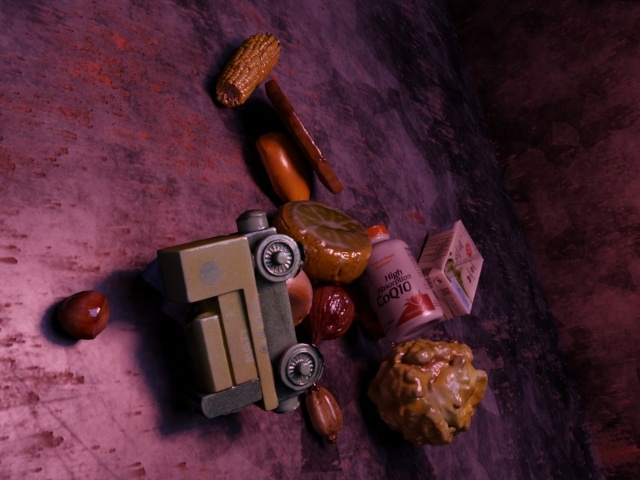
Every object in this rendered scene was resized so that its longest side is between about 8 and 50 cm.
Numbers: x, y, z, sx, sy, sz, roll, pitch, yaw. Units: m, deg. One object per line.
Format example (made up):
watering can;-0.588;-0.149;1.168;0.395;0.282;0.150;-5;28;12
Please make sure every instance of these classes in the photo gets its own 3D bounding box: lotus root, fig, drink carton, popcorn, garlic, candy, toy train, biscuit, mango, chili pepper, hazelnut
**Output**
lotus root;0.009;0.394;1.518;0.072;0.063;0.152;-15;85;-20
fig;-0.005;0.197;1.577;0.146;0.133;0.201;46;44;-14
drink carton;0.439;0.100;2.291;0.194;0.132;0.324;55;35;-18
popcorn;0.285;0.388;1.736;0.335;0.274;0.279;31;48;-43
garlic;-0.115;0.118;1.476;0.245;0.145;0.164;13;91;-50
candy;0.000;0.000;1.628;0.259;0.118;0.260;19;26;-10
toy train;-0.149;0.150;1.245;0.253;0.160;0.397;-15;99;-31
biscuit;0.096;0.095;1.810;0.284;0.043;0.306;-3;61;-34
mango;-0.085;-0.176;1.707;0.141;0.102;0.217;-116;-178;-72
biscuit;-0.045;-0.267;1.762;0.359;0.046;0.359;58;4;-7
chili pepper;0.172;0.231;1.852;0.086;0.084;0.192;-16;76;-15
hazelnut;-0.389;0.122;1.099;0.086;0.086;0.086;35;43;-41

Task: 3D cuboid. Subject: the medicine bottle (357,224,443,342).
medicine bottle;0.184;0.104;1.721;0.157;0.157;0.289;4;54;-55

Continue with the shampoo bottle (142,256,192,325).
shampoo bottle;-0.237;0.129;1.307;0.258;0.061;0.104;45;73;-30

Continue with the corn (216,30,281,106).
corn;-0.189;-0.448;1.743;0.115;0.115;0.318;52;37;-22

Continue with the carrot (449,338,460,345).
carrot;0.472;0.408;2.221;0.042;0.042;0.171;-14;82;-58
